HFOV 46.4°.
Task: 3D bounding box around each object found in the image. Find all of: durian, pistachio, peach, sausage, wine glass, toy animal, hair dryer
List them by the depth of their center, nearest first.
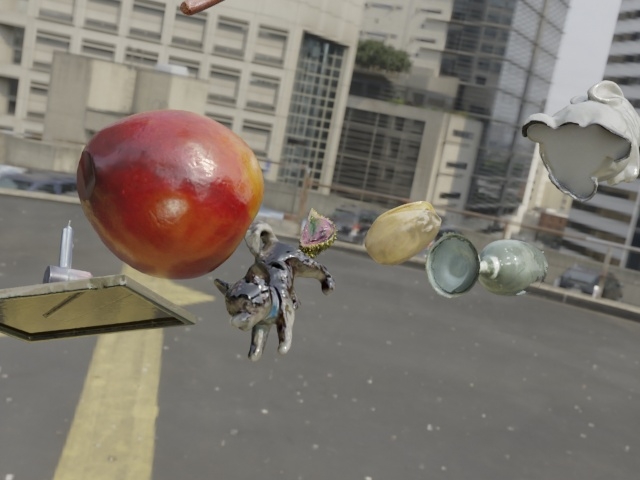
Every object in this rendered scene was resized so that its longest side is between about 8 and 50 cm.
[{"bbox_3d":[-0.366,0.023,1.090,0.063,0.114,0.037,12,-28,-33],"label":"hair dryer"},{"bbox_3d":[-0.232,-0.489,1.517,0.030,0.035,0.147,-34,6,45],"label":"sausage"},{"bbox_3d":[-0.323,-0.107,1.589,0.388,0.388,0.388,11,9,-2],"label":"peach"},{"bbox_3d":[0.378,0.057,1.650,0.321,0.143,0.143,2,13,-43],"label":"wine glass"},{"bbox_3d":[0.614,-0.239,1.665,0.258,0.194,0.357,47,40,4],"label":"toy animal"},{"bbox_3d":[0.201,-0.017,1.848,0.145,0.200,0.117,37,30,-40],"label":"pistachio"},{"bbox_3d":[-0.162,0.125,2.070,0.194,0.302,0.344,-26,17,39],"label":"toy animal"},{"bbox_3d":[0.003,-0.001,2.406,0.108,0.119,0.186,1,47,15],"label":"durian"}]

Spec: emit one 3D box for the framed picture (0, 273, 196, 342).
[{"bbox_3d":[-0.354,0.102,1.055,0.289,0.020,0.211,-7,-21,15],"label":"framed picture"}]
